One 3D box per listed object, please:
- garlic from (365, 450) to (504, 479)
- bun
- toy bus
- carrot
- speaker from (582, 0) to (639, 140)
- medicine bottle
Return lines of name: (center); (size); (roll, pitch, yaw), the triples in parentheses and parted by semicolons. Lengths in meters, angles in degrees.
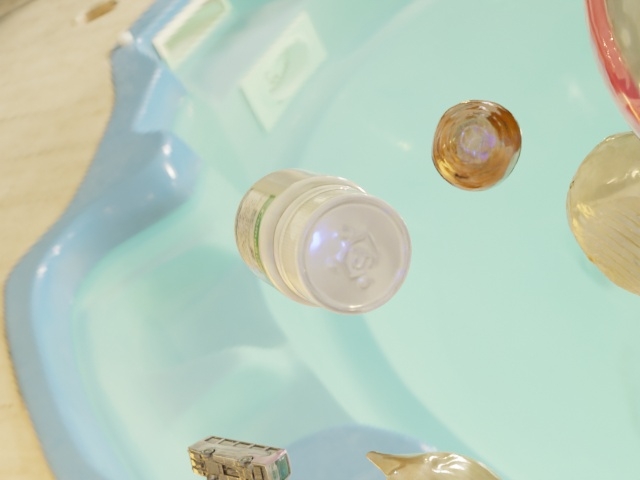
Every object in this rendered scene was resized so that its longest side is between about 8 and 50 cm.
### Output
garlic: (0.075, 0.338, 0.861); (0.286, 0.313, 0.249); (5, 13, -25)
bun: (0.404, -0.033, 1.188); (0.273, 0.273, 0.168); (-2, 48, 32)
toy bus: (-0.088, 0.242, 1.223); (0.131, 0.037, 0.052); (0, 17, 43)
carrot: (0.091, -0.054, 0.642); (0.048, 0.048, 0.216); (-19, 2, 11)
speaker: (0.298, -0.155, 0.635); (0.294, 0.294, 0.294); (-18, 34, 12)
medicine bottle: (0.000, 0.000, 1.145); (0.139, 0.139, 0.237); (-33, 16, -11)
